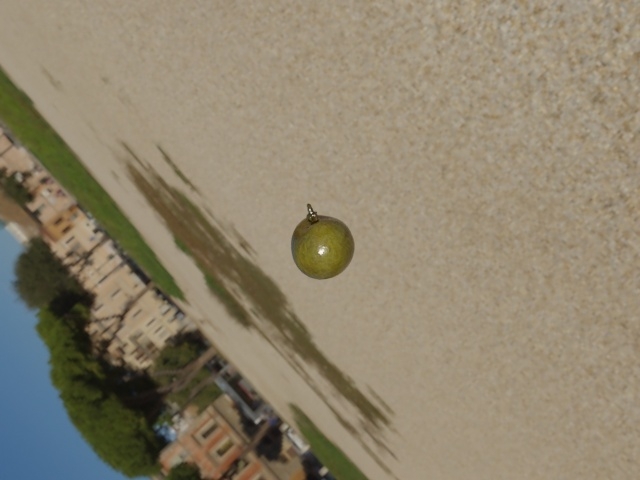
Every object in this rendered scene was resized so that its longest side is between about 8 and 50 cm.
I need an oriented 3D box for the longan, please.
[{"bbox_3d":[0.000,0.000,0.892,0.075,0.075,0.083,24,135,66],"label":"longan"}]
